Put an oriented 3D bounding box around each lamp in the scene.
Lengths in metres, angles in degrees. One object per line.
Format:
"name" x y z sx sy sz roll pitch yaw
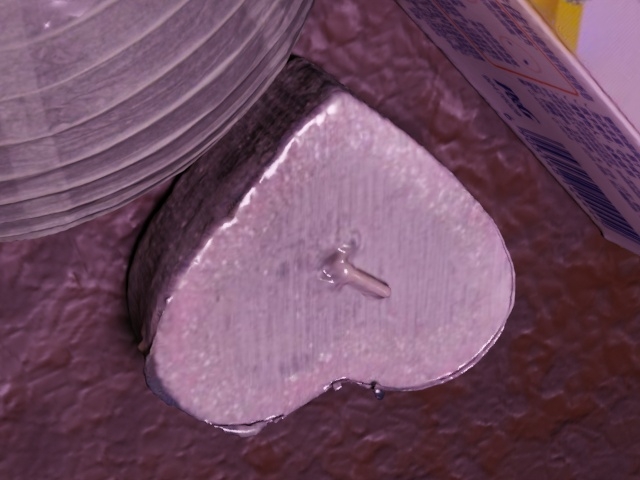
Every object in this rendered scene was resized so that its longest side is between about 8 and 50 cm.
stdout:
"lamp" -0.111 -0.121 0.476 0.265 0.233 0.233 -18 114 -12

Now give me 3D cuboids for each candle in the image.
"candle" 0.000 0.000 0.653 0.192 0.068 0.168 -9 115 -20

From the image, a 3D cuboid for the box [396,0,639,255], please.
"box" 0.139 -0.089 0.623 0.097 0.168 0.265 -49 116 -3
